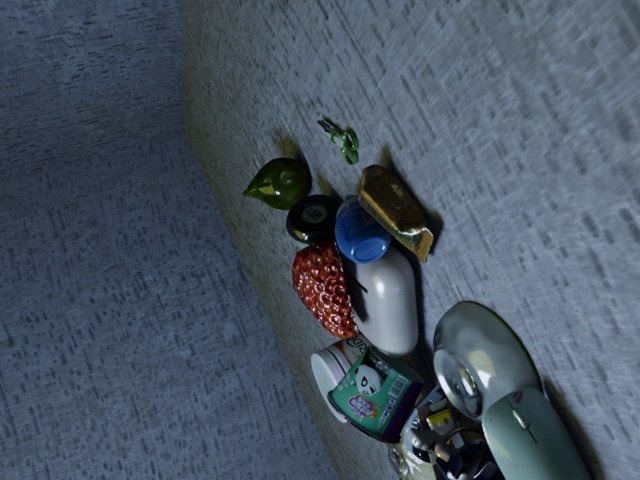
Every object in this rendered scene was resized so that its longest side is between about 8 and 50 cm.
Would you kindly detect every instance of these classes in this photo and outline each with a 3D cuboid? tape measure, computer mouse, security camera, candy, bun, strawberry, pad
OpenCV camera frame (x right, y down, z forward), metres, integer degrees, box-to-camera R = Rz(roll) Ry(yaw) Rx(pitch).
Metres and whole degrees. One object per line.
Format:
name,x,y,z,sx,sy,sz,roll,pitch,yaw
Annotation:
tape measure,0.313,0.522,1.548,0.107,0.181,0.182,28,136,43
computer mouse,0.447,0.447,1.122,0.288,0.159,0.097,63,177,-2
security camera,0.000,0.000,1.855,0.191,0.197,0.277,38,156,34
candy,0.190,-0.070,1.381,0.271,0.101,0.143,54,165,21
bun,0.304,0.659,1.749,0.273,0.168,0.273,167,90,-72
strawberry,0.000,0.139,1.607,0.253,0.150,0.280,-141,37,-79
pad,0.353,0.523,1.474,0.003,0.158,0.235,-145,37,-73

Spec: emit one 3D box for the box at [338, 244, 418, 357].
box,0.167,0.153,1.608,0.288,0.141,0.349,45,150,54

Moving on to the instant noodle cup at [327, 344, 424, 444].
instant noodle cup,0.172,0.436,1.614,0.251,0.190,0.251,32,-176,-2

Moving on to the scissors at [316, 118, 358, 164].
scissors,0.048,-0.301,1.619,0.204,0.027,0.101,48,149,41

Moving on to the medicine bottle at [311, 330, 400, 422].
medicine bottle,0.128,0.451,1.883,0.252,0.240,0.253,53,156,35

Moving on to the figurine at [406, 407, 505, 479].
figurine,0.352,0.506,1.299,0.308,0.308,0.143,-170,79,-68

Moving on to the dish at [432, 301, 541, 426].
dish,0.353,0.315,1.303,0.324,0.124,0.324,53,156,38

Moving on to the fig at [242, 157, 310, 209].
fig,-0.159,-0.192,1.986,0.195,0.244,0.195,162,90,-87

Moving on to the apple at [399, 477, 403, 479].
apple,0.342,0.874,1.905,0.147,0.146,0.163,67,159,-9

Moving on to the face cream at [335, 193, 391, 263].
face cream,0.107,-0.044,1.524,0.083,0.149,0.264,58,-169,-32
